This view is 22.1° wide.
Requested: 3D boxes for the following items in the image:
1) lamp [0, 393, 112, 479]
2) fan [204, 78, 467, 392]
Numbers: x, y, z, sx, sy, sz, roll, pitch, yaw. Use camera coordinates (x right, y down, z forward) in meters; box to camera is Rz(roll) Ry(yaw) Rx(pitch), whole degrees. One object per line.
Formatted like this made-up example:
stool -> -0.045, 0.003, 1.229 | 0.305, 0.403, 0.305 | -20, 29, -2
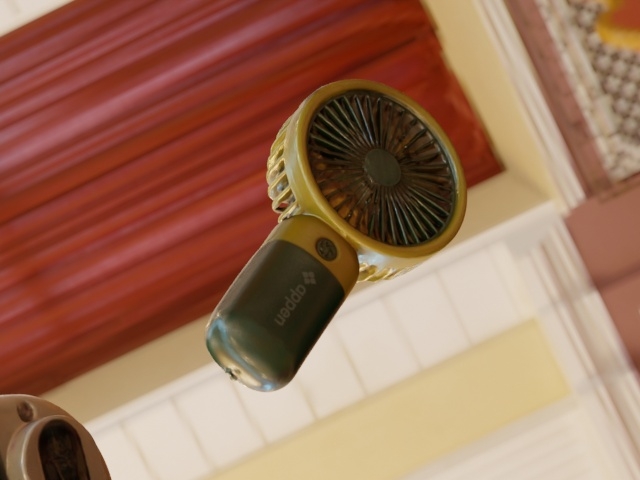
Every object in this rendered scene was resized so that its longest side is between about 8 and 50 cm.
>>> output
lamp -> -0.215, 0.151, 0.829 | 0.246, 0.108, 0.179 | -8, -97, -45
fan -> 0.000, 0.000, 0.648 | 0.082, 0.039, 0.155 | 42, -131, -7
